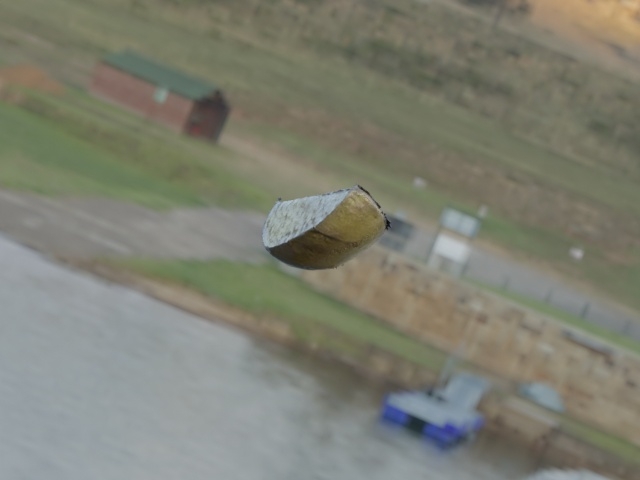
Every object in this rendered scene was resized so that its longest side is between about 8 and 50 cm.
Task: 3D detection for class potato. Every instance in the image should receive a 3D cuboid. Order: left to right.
[{"bbox_3d":[0.000,0.001,0.844,0.037,0.036,0.093,44,-20,-16],"label":"potato"}]
